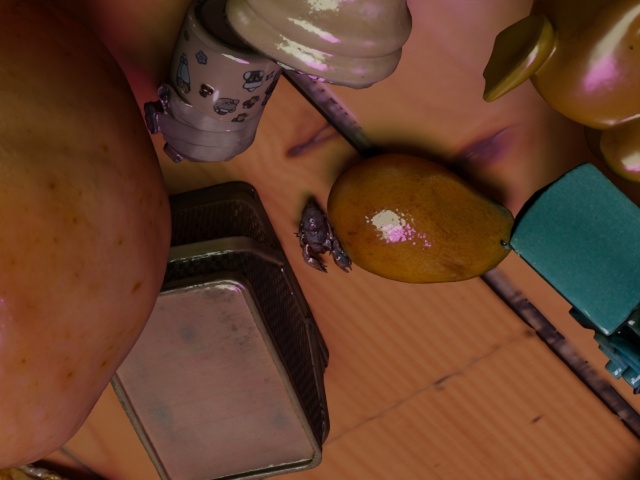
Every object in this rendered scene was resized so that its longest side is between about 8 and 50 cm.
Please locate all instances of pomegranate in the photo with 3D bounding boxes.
[{"bbox_3d":[-0.310,-0.013,1.431,0.411,0.411,0.411,1,130,2],"label":"pomegranate"}]

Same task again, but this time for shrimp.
[{"bbox_3d":[-0.002,0.003,1.651,0.038,0.029,0.092,-18,130,16],"label":"shrimp"}]

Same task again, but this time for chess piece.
[{"bbox_3d":[0.047,-0.268,1.368,0.139,0.124,0.307,35,129,9],"label":"chess piece"}]

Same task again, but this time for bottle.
[{"bbox_3d":[-0.088,-0.123,1.512,0.099,0.099,0.152,17,132,-11],"label":"bottle"}]

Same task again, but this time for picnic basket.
[{"bbox_3d":[-0.102,0.090,1.656,0.165,0.139,0.267,-13,128,13],"label":"picnic basket"}]

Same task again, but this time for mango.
[{"bbox_3d":[0.084,-0.014,1.599,0.165,0.089,0.115,27,117,-22],"label":"mango"}]

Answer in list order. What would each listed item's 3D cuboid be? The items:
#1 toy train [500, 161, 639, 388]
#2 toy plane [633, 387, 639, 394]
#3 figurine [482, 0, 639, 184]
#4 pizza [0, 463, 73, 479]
[{"bbox_3d":[0.245,0.032,1.506,0.194,0.298,0.120,43,92,5],"label":"toy train"},{"bbox_3d":[0.407,0.018,1.602,0.155,0.106,0.382,21,134,1],"label":"toy plane"},{"bbox_3d":[0.257,-0.143,1.421,0.215,0.215,0.228,-29,136,24],"label":"figurine"},{"bbox_3d":[-0.258,0.341,1.914,0.182,0.074,0.365,-10,130,22],"label":"pizza"}]
